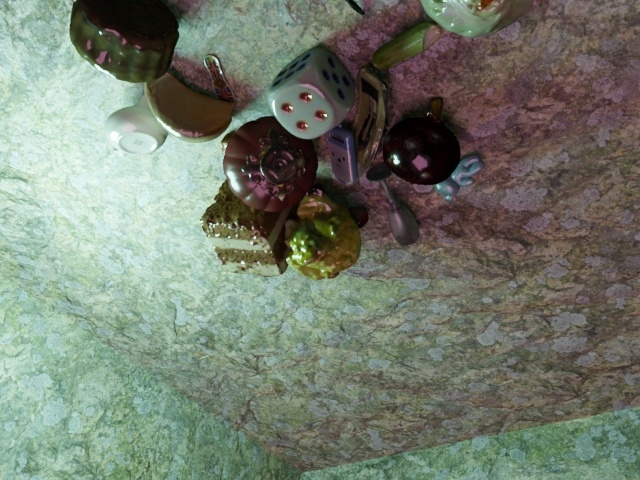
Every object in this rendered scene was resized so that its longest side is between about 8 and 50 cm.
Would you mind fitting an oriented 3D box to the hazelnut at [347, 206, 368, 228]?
[{"bbox_3d":[0.127,-0.082,2.143,0.087,0.086,0.086,9,136,9],"label":"hazelnut"}]

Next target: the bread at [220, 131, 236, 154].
[{"bbox_3d":[-0.286,-0.317,2.038,0.083,0.070,0.076,7,135,15],"label":"bread"}]

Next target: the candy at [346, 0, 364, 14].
[{"bbox_3d":[0.006,-0.696,1.560,0.097,0.097,0.323,-25,130,36],"label":"candy"}]

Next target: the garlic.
[{"bbox_3d":[-0.449,-0.441,1.942,0.339,0.151,0.196,31,102,-8],"label":"garlic"}]

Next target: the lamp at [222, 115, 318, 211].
[{"bbox_3d":[-0.157,-0.242,1.923,0.303,0.303,0.257,35,177,-18],"label":"lamp"}]

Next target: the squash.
[{"bbox_3d":[0.229,-0.522,1.631,0.069,0.069,0.239,41,148,-24],"label":"squash"}]

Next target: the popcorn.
[{"bbox_3d":[0.001,0.003,2.070,0.293,0.292,0.237,13,166,5],"label":"popcorn"}]

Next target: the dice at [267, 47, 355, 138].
[{"bbox_3d":[-0.025,-0.423,1.755,0.193,0.194,0.192,-23,125,37],"label":"dice"}]

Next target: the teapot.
[{"bbox_3d":[-0.628,-0.376,2.045,0.298,0.139,0.204,-27,153,34],"label":"teapot"}]

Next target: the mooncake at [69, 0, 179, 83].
[{"bbox_3d":[-0.542,-0.592,1.688,0.291,0.290,0.161,29,135,-12],"label":"mooncake"}]

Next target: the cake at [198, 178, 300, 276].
[{"bbox_3d":[-0.232,-0.051,2.155,0.256,0.282,0.290,5,140,23],"label":"cake"}]

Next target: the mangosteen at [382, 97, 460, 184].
[{"bbox_3d":[0.312,-0.293,1.783,0.236,0.235,0.261,18,103,-1],"label":"mangosteen"}]

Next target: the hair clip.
[{"bbox_3d":[0.160,-0.369,1.826,0.091,0.138,0.321,-20,143,-24],"label":"hair clip"}]

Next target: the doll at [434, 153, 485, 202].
[{"bbox_3d":[0.440,-0.208,1.923,0.180,0.075,0.120,-35,75,27],"label":"doll"}]

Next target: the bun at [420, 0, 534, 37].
[{"bbox_3d":[0.375,-0.604,1.444,0.294,0.187,0.293,11,139,9],"label":"bun"}]

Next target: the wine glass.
[{"bbox_3d":[0.178,-0.111,2.091,0.265,0.096,0.309,-5,134,28],"label":"wine glass"}]

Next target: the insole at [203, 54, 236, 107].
[{"bbox_3d":[-0.316,-0.498,1.909,0.065,0.006,0.193,-1,134,19],"label":"insole"}]

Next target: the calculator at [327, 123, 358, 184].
[{"bbox_3d":[0.070,-0.277,1.927,0.121,0.039,0.210,35,143,47],"label":"calculator"}]
